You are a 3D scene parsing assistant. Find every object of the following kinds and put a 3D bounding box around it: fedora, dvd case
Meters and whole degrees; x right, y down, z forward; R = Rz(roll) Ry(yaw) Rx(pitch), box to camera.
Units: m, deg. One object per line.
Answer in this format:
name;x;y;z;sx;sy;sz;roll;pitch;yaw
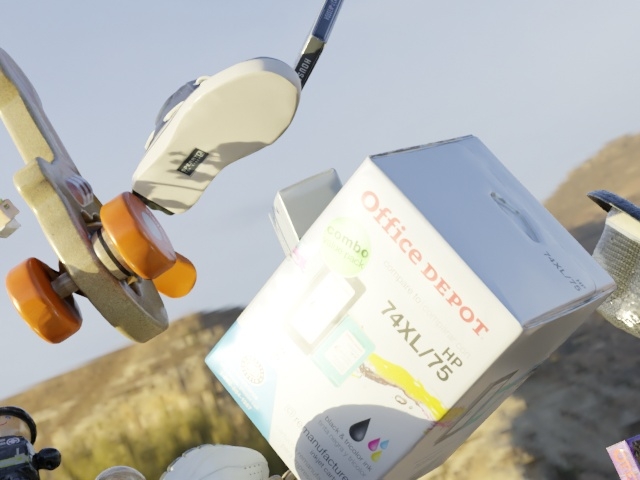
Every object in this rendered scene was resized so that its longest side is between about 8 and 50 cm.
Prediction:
fedora;0.472;0.068;1.845;0.152;0.334;0.334;-56;-15;6
dvd case;-0.018;-0.280;1.999;0.179;0.030;0.238;-61;6;34

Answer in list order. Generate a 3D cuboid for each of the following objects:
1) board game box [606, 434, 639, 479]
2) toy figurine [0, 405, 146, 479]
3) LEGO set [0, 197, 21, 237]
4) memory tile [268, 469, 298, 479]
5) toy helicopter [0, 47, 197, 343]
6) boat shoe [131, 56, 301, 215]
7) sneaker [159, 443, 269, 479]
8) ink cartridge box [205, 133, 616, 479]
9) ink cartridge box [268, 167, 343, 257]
board game box;0.584;0.444;2.021;0.208;0.346;0.056;-13;-17;-37
toy figurine;-0.280;0.288;1.273;0.209;0.213;0.148;-54;25;10
LEGO set;-0.499;0.016;1.747;0.132;0.107;0.287;-19;-21;-38
memory tile;-0.054;0.386;1.916;0.113;0.012;0.148;-13;-51;-44
toy helicopter;-0.247;-0.049;1.338;0.140;0.355;0.235;-35;-21;6
boat shoe;-0.139;-0.180;1.786;0.127;0.158;0.340;30;-43;-26
sneaker;-0.080;0.258;1.016;0.129;0.111;0.297;-1;26;14
ink cartridge box;0.079;0.073;1.187;0.197;0.198;0.270;-15;-31;-54
ink cartridge box;0.000;0.000;1.818;0.087;0.153;0.208;-23;-5;-7
